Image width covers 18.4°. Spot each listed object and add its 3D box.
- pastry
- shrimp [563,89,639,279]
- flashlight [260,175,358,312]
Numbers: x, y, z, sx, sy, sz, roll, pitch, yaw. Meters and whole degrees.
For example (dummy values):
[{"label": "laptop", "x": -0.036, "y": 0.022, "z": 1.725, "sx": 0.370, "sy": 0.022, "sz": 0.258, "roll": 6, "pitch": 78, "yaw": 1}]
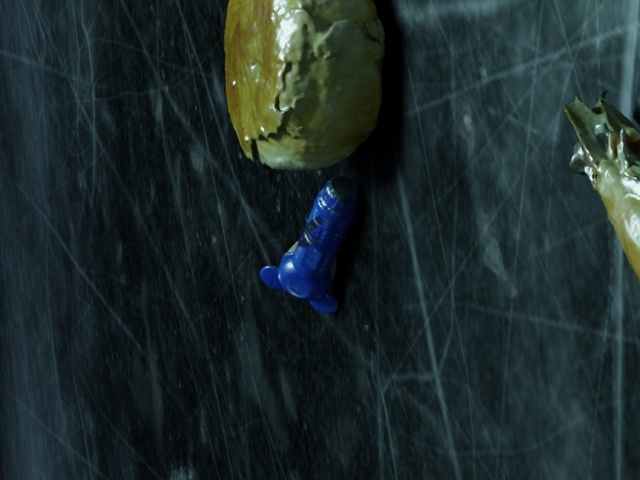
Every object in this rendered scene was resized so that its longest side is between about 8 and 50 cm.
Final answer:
[{"label": "pastry", "x": -0.013, "y": -0.114, "z": 1.205, "sx": 0.153, "sy": 0.081, "sz": 0.153, "roll": 175, "pitch": 90, "yaw": -77}, {"label": "shrimp", "x": 0.143, "y": -0.020, "z": 0.795, "sx": 0.180, "sy": 0.041, "sz": 0.099, "roll": -121, "pitch": 30, "yaw": -55}, {"label": "flashlight", "x": 0.000, "y": 0.000, "z": 1.292, "sx": 0.035, "sy": 0.057, "sz": 0.121, "roll": -61, "pitch": -4, "yaw": -41}]
